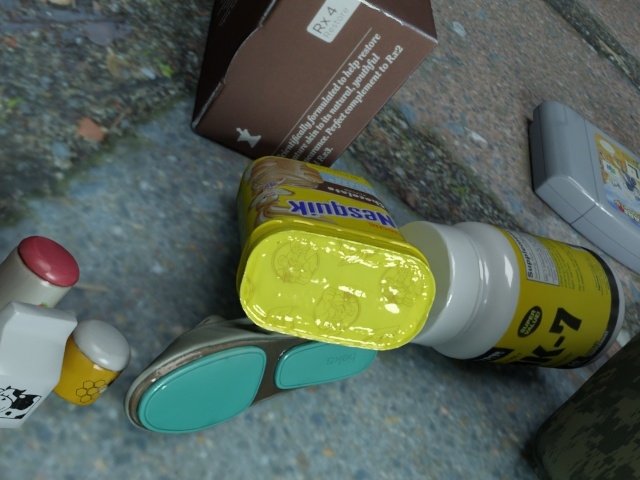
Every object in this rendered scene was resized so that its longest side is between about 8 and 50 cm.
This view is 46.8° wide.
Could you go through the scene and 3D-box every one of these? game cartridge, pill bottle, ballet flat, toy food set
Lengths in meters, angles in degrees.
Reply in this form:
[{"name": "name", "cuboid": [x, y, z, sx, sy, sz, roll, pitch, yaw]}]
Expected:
[{"name": "game cartridge", "cuboid": [0.409, -0.051, 0.996, 0.297, 0.062, 0.198, 30, 38, -17]}, {"name": "pill bottle", "cuboid": [0.156, 0.048, 0.650, 0.208, 0.119, 0.119, 11, 51, -33]}, {"name": "ballet flat", "cuboid": [-0.049, 0.078, 0.510, 0.213, 0.072, 0.068, -6, 33, -43]}, {"name": "toy food set", "cuboid": [-0.172, 0.012, 0.362, 0.111, 0.104, 0.232, 49, 12, 31]}]

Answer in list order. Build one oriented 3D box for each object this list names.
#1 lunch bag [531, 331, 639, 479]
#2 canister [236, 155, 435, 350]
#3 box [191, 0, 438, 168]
[{"name": "lunch bag", "cuboid": [0.315, 0.198, 0.515, 0.256, 0.212, 0.305, 48, 2, 7]}, {"name": "canister", "cuboid": [0.000, 0.000, 0.540, 0.126, 0.073, 0.170, 12, 21, -14]}, {"name": "box", "cuboid": [-0.007, -0.266, 0.726, 0.143, 0.191, 0.381, 24, 45, -22]}]
